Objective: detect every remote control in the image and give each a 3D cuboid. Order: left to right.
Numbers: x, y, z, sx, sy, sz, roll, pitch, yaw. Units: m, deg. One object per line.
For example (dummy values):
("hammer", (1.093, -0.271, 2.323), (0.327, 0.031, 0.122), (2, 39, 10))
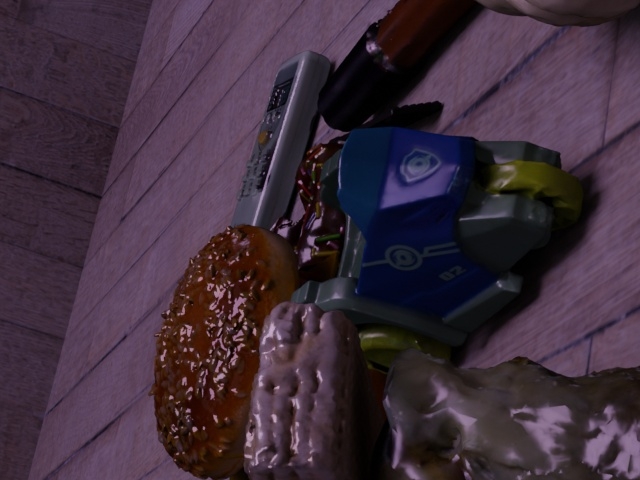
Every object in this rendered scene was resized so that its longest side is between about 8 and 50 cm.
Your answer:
("remote control", (-0.063, -0.109, 2.418), (0.140, 0.056, 0.296), (168, 120, -73))

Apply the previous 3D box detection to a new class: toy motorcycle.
("toy motorcycle", (0.084, -0.018, 1.584), (0.326, 0.200, 0.191), (137, 149, -62))

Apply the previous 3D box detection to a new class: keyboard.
("keyboard", (0.070, -0.129, 2.001), (0.204, 0.061, 0.013), (161, 100, -70))

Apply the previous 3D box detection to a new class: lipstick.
("lipstick", (0.107, -0.241, 1.976), (0.418, 0.077, 0.077), (135, 150, -55))

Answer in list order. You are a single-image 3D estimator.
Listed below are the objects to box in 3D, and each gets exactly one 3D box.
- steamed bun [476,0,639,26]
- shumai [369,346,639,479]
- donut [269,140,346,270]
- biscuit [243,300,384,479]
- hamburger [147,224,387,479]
("steamed bun", (0.215, -0.358, 1.452), (0.339, 0.247, 0.352), (30, 137, 63))
("shumai", (0.151, 0.162, 1.160), (0.272, 0.204, 0.222), (-19, 55, 65))
("donut", (0.001, -0.001, 2.013), (0.216, 0.096, 0.230), (-88, 23, -45))
("biscuit", (0.020, 0.210, 1.366), (0.426, 0.078, 0.144), (74, -163, -55))
("hamburger", (-0.051, 0.129, 1.815), (0.291, 0.225, 0.291), (-164, 90, -72))
